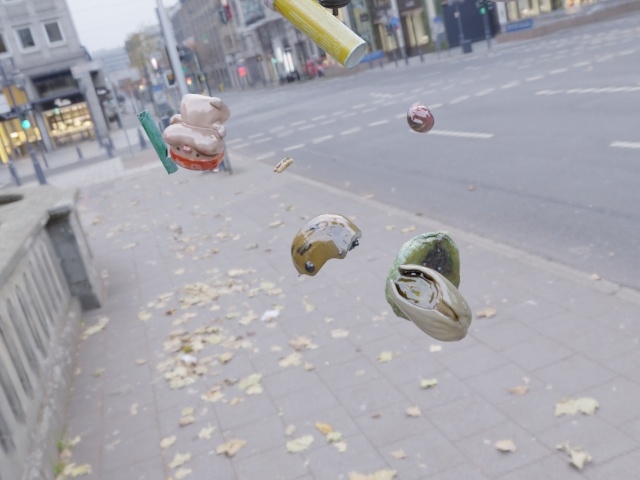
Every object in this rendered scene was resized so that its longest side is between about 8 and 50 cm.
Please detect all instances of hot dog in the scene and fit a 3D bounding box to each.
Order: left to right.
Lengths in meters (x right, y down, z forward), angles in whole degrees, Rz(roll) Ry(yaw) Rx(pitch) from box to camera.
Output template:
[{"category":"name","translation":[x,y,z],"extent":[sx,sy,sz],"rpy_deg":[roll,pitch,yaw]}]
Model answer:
[{"category":"hot dog","translation":[-0.118,-0.243,2.094],"extent":[0.037,0.021,0.083],"rpy_deg":[14,47,33]}]

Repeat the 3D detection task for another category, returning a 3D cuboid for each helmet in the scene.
[{"category":"helmet","translation":[0.000,0.000,1.825],"extent":[0.224,0.130,0.198],"rpy_deg":[-27,8,33]},{"category":"helmet","translation":[0.241,-0.306,1.637],"extent":[0.065,0.084,0.049],"rpy_deg":[-41,-12,33]}]

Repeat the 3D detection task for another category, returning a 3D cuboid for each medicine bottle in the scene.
[{"category":"medicine bottle","translation":[-0.009,-0.417,1.255],"extent":[0.074,0.218,0.074],"rpy_deg":[-44,-14,-14]}]

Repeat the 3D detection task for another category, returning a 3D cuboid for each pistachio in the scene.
[{"category":"pistachio","translation":[0.273,0.155,1.627],"extent":[0.137,0.238,0.153],"rpy_deg":[-50,5,-17]}]

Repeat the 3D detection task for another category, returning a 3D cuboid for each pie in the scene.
[{"category":"pie","translation":[0.330,0.117,2.045],"extent":[0.323,0.323,0.071],"rpy_deg":[-23,30,-28]}]

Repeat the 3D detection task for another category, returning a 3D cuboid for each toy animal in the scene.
[{"category":"toy animal","translation":[-0.324,-0.283,1.735],"extent":[0.172,0.197,0.171],"rpy_deg":[12,4,-1]}]

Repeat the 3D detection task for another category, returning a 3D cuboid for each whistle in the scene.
[{"category":"whistle","translation":[-0.453,-0.274,1.832],"extent":[0.039,0.186,0.039],"rpy_deg":[-23,19,8]}]

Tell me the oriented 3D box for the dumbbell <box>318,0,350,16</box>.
[{"category":"dumbbell","translation":[0.028,-0.589,1.442],"extent":[0.099,0.208,0.099],"rpy_deg":[-2,50,3]}]
